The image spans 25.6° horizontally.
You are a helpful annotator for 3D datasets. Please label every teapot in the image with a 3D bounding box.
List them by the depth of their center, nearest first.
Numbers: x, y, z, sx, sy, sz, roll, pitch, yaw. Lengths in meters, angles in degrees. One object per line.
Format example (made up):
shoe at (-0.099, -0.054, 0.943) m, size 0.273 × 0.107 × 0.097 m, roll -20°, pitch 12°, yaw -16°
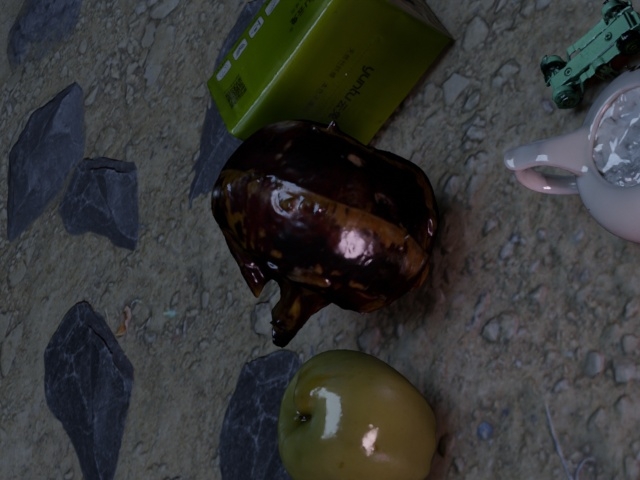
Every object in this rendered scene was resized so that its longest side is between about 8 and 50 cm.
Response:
teapot at (0.346, -0.096, 1.527) m, size 0.299 × 0.166 × 0.208 m, roll -16°, pitch 72°, yaw 34°

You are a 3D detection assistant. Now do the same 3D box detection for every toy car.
toy car at (0.329, -0.219, 1.685) m, size 0.143 × 0.054 × 0.073 m, roll -43°, pitch 46°, yaw 30°

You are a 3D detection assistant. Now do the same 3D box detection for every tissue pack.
tissue pack at (0.009, -0.250, 1.962) m, size 0.275 × 0.200 × 0.167 m, roll -50°, pitch 39°, yaw 21°

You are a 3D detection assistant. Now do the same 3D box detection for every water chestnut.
water chestnut at (0.000, 0.000, 1.768) m, size 0.300 × 0.300 × 0.300 m, roll -26°, pitch 54°, yaw 41°

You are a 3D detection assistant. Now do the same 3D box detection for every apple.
apple at (0.040, 0.228, 1.693) m, size 0.200 × 0.200 × 0.200 m, roll -26°, pitch 54°, yaw 41°
